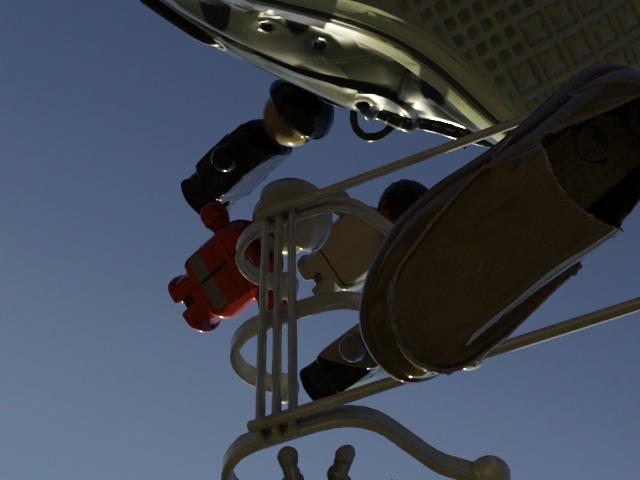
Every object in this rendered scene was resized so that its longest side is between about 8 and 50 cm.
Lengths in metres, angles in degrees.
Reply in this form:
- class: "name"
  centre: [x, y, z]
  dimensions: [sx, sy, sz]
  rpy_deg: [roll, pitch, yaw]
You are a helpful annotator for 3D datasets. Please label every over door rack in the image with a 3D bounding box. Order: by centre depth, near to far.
- class: "over door rack"
  centre: [0.099, 0.013, 0.752]
  dimensions: [0.324, 0.239, 0.108]
  rpy_deg: [-30, -62, 15]

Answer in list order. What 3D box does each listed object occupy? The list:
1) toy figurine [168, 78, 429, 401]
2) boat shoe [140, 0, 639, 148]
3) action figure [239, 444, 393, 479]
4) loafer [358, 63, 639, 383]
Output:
- class: "toy figurine"
  centre: [0.000, 0.000, 1.068]
  dimensions: [0.209, 0.213, 0.148]
  rpy_deg: [36, -60, -24]
- class: "boat shoe"
  centre: [0.068, -0.167, 0.966]
  dimensions: [0.500, 0.186, 0.156]
  rpy_deg: [19, -13, -21]
- class: "action figure"
  centre: [0.016, 0.236, 0.992]
  dimensions: [0.137, 0.232, 0.063]
  rpy_deg: [-2, -61, -12]
- class: "loafer"
  centre: [0.072, -0.010, 0.477]
  dimensions: [0.056, 0.148, 0.050]
  rpy_deg: [44, -10, -10]
